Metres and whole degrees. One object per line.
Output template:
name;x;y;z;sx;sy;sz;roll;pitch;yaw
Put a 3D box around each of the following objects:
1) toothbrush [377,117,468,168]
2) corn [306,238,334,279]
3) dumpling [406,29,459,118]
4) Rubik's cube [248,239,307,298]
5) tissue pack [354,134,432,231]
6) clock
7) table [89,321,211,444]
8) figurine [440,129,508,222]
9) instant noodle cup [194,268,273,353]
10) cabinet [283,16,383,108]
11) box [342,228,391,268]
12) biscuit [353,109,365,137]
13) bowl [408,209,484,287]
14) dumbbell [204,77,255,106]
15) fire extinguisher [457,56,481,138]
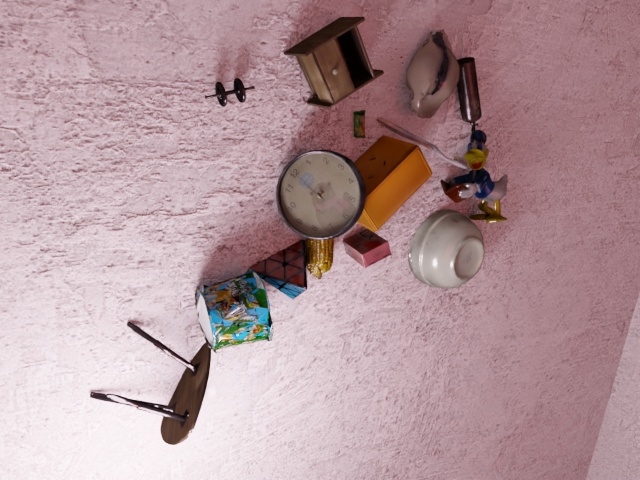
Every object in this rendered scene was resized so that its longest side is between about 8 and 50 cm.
toothbrush;0.350;-0.329;1.902;0.375;0.028;0.037;22;80;-18
corn;0.000;0.000;1.835;0.097;0.097;0.262;-5;106;-29
dumpling;0.389;-0.534;1.832;0.204;0.163;0.293;20;85;-30
Rubik's cube;-0.086;0.115;1.849;0.190;0.211;0.178;-53;152;-32
tissue pack;0.193;-0.187;1.823;0.274;0.194;0.145;-44;128;-9
clock;-0.004;-0.137;1.691;0.055;0.280;0.281;-19;127;-73
table;-0.506;0.431;1.628;0.249;0.317;0.318;28;93;-22
figurine;0.558;-0.235;2.069;0.283;0.204;0.339;-6;99;-22
instant noodle cup;-0.264;0.217;1.682;0.178;0.240;0.241;-13;114;-24
cabinet;0.043;-0.517;1.633;0.215;0.148;0.175;-36;122;-14
box;0.157;0.024;1.900;0.111;0.156;0.060;-25;120;-18
biscuit;0.127;-0.374;1.816;0.046;0.016;0.089;-12;113;-27
bowl;0.500;0.048;2.117;0.306;0.163;0.308;-12;112;-30
dumbbell;-0.248;-0.408;1.548;0.147;0.069;0.070;-19;117;-23
fire extinguisher;0.519;-0.496;1.965;0.089;0.072;0.268;-62;141;-53
